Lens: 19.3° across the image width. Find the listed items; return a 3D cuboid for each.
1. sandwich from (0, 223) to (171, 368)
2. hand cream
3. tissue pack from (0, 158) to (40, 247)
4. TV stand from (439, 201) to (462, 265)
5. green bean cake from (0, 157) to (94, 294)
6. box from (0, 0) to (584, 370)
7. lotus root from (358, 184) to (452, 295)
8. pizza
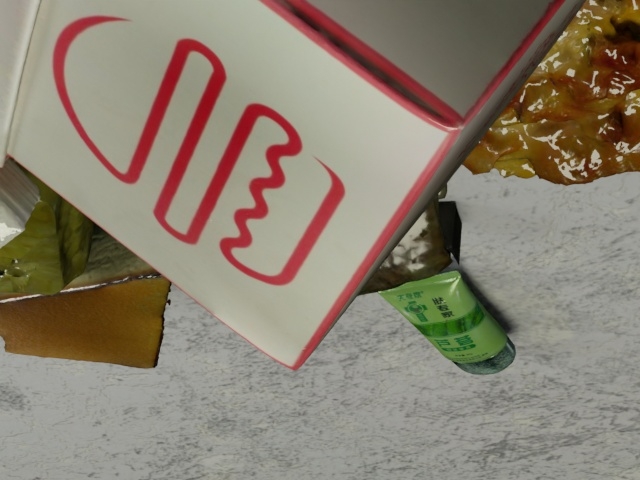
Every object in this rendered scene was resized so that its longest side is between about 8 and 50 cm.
[{"bbox_3d":[-0.228,0.030,1.762,0.186,0.108,0.220,8,153,-7],"label":"sandwich"},{"bbox_3d":[0.132,0.081,1.860,0.095,0.046,0.175,-9,146,30],"label":"hand cream"},{"bbox_3d":[-0.383,-0.095,1.435,0.170,0.071,0.325,-33,111,26],"label":"tissue pack"},{"bbox_3d":[0.000,0.000,1.732,0.256,0.049,0.040,-3,152,14],"label":"TV stand"},{"bbox_3d":[-0.306,-0.054,1.608,0.233,0.124,0.236,6,152,-1],"label":"green bean cake"},{"bbox_3d":[-0.014,-0.167,1.058,0.300,0.314,0.312,37,149,3],"label":"box"},{"bbox_3d":[-0.045,-0.074,1.394,0.314,0.210,0.142,0,153,32],"label":"lotus root"},{"bbox_3d":[0.176,-0.141,1.392,0.409,0.114,0.278,32,137,-32],"label":"pizza"}]
